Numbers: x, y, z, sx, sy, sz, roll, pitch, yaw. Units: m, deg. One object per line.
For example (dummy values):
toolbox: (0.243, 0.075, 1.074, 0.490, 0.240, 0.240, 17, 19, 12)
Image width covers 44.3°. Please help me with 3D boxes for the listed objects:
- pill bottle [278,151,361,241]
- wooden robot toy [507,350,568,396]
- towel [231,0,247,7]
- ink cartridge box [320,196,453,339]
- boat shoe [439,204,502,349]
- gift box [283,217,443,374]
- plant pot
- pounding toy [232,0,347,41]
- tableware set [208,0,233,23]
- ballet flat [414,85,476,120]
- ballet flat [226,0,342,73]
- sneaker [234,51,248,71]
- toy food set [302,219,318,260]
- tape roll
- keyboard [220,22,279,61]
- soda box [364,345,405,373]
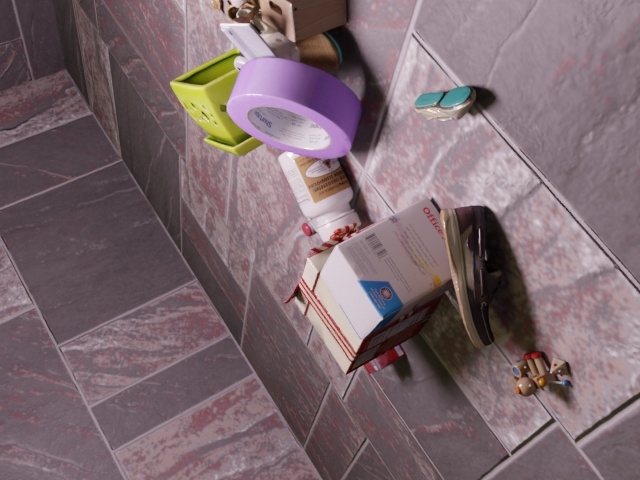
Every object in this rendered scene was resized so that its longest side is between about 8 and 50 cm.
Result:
pill bottle: (0.004, -0.120, 1.852, 0.229, 0.131, 0.131, 65, 158, -4)
wooden robot toy: (0.391, 0.260, 1.486, 0.076, 0.079, 0.173, 62, 157, 4)
towel: (-0.147, -0.640, 1.584, 0.187, 0.049, 0.282, 149, 123, -68)
ink cartridge box: (0.152, 0.058, 1.589, 0.171, 0.233, 0.168, 58, 159, 14)
boat shoe: (0.294, 0.069, 1.467, 0.103, 0.092, 0.285, -65, -40, -72)
gift box: (0.080, 0.118, 1.771, 0.258, 0.276, 0.255, 56, 151, 22)
plant pot: (-0.204, -0.344, 1.958, 0.227, 0.228, 0.207, 24, 143, 57)
pounding toy: (-0.084, -0.475, 1.563, 0.181, 0.206, 0.094, 44, 150, 40)
tableware set: (-0.251, -0.628, 2.008, 0.141, 0.020, 0.168, 49, 153, 31)
ballet flat: (0.227, -0.235, 1.367, 0.052, 0.057, 0.168, 42, 170, -24)
ballet flat: (-0.095, -0.433, 1.663, 0.342, 0.124, 0.116, 47, 151, 36)
sneaker: (-0.077, -0.406, 1.797, 0.217, 0.121, 0.079, 27, 166, 1)
toy food set: (0.000, 0.000, 2.022, 0.232, 0.104, 0.111, 51, 154, 28)
tape roll: (-0.054, -0.273, 1.656, 0.275, 0.090, 0.275, 17, 166, 5)
keyboard: (-0.112, -0.367, 1.599, 0.072, 0.014, 0.256, 3, 162, 26)
soda box: (0.109, 0.208, 2.036, 0.263, 0.083, 0.092, 61, 157, 7)
